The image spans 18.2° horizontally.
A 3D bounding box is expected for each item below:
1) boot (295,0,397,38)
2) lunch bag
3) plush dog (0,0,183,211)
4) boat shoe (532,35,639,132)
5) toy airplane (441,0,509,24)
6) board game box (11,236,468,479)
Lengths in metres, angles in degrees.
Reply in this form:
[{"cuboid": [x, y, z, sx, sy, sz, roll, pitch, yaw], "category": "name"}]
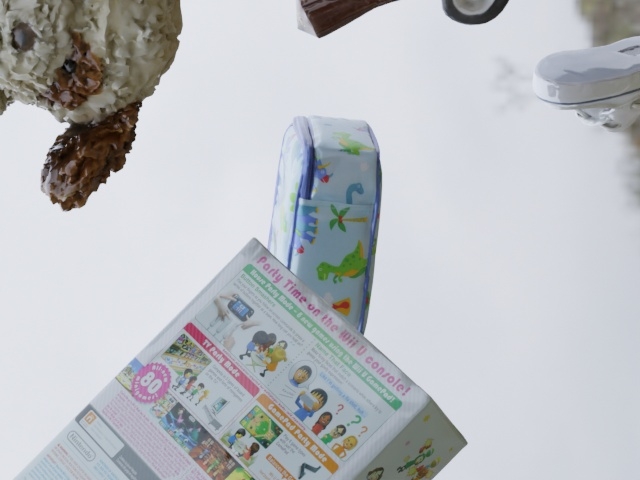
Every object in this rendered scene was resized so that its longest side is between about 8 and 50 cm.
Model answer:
[{"cuboid": [0.019, -0.239, 1.812, 0.106, 0.114, 0.037, 63, 178, 38], "category": "boot"}, {"cuboid": [0.000, 0.000, 1.843, 0.176, 0.090, 0.219, -99, 16, -70], "category": "lunch bag"}, {"cuboid": [-0.198, -0.145, 1.264, 0.210, 0.225, 0.262, -59, -21, -68], "category": "plush dog"}, {"cuboid": [0.307, -0.154, 2.084, 0.258, 0.095, 0.084, -15, -60, -45], "category": "boat shoe"}, {"cuboid": [-0.002, -0.342, 1.498, 0.384, 0.386, 0.272, -21, -43, -53], "category": "toy airplane"}, {"cuboid": [-0.076, 0.179, 1.511, 0.303, 0.224, 0.097, -45, -36, -4], "category": "board game box"}]
